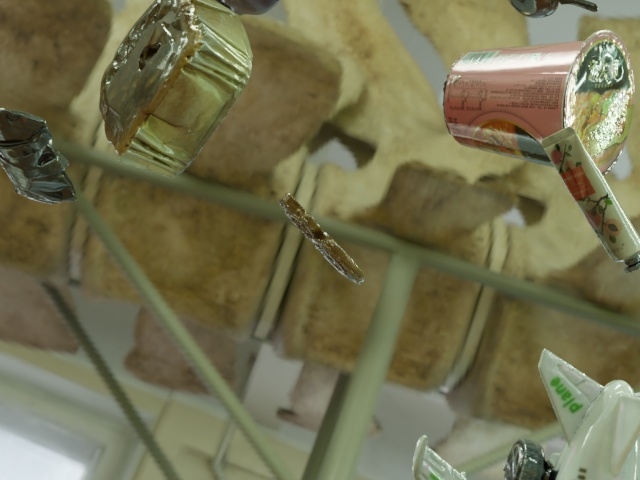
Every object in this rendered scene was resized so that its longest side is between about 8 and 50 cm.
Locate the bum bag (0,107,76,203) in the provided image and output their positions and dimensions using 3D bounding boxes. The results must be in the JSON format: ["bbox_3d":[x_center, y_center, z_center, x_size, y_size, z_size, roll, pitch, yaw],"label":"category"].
[{"bbox_3d":[-0.220,-0.063,0.987,0.058,0.034,0.124,8,-26,13],"label":"bum bag"}]

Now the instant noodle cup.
[{"bbox_3d":[0.347,-0.225,2.130,0.255,0.244,0.244,8,-30,39],"label":"instant noodle cup"}]

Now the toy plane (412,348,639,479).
[{"bbox_3d":[0.167,0.203,0.843,0.251,0.255,0.101,13,2,-7],"label":"toy plane"}]

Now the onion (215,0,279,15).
[{"bbox_3d":[-0.107,-0.375,1.790,0.198,0.173,0.135,-34,-76,25],"label":"onion"}]

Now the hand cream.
[{"bbox_3d":[0.405,-0.059,1.922,0.234,0.050,0.080,57,-30,-4],"label":"hand cream"}]

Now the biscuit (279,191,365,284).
[{"bbox_3d":[0.000,0.000,1.942,0.175,0.026,0.124,47,-4,-4],"label":"biscuit"}]

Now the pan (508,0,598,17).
[{"bbox_3d":[0.237,-0.254,1.374,0.115,0.023,0.068,26,-34,36],"label":"pan"}]

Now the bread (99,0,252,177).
[{"bbox_3d":[-0.185,-0.201,1.614,0.110,0.192,0.210,25,-65,-33],"label":"bread"}]
